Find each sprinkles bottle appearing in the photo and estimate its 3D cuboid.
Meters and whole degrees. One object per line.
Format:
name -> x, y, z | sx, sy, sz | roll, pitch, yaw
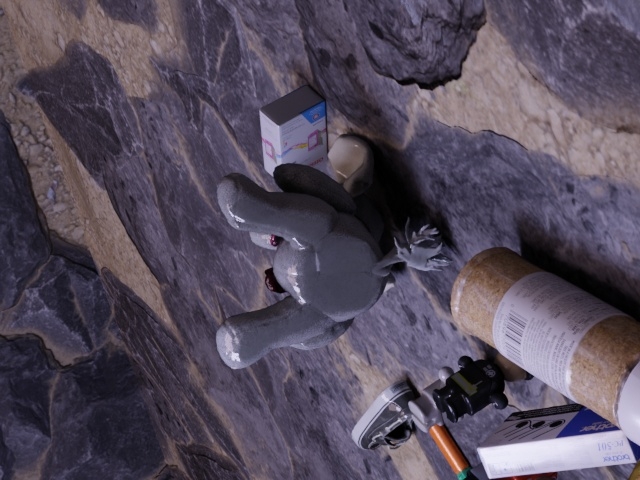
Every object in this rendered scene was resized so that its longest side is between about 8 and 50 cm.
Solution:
sprinkles bottle -> 0.299, 0.120, 1.669 | 0.355, 0.121, 0.121 | 33, 144, 51

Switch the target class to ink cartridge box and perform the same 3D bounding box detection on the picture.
ink cartridge box -> -0.038, -0.154, 2.133 | 0.052, 0.088, 0.122 | 43, 152, 33
ink cartridge box -> 0.298, 0.233, 1.725 | 0.207, 0.097, 0.046 | -15, 103, 41

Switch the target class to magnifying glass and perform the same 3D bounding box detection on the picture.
magnifying glass -> 0.234, 0.375, 2.237 | 0.231, 0.026, 0.092 | 56, 157, 11

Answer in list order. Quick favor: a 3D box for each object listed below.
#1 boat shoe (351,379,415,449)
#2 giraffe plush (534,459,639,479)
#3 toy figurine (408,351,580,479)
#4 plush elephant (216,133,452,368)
boat shoe -> 0.108, 0.304, 2.355 | 0.070, 0.077, 0.219 | 56, 155, 18
giraffe plush -> 0.324, 0.340, 1.711 | 0.170, 0.181, 0.210 | 11, 120, 12
toy figurine -> 0.238, 0.249, 1.936 | 0.213, 0.148, 0.209 | 58, 163, 5
plush elephant -> 0.000, 0.000, 2.047 | 0.255, 0.329, 0.272 | -114, 17, -73
